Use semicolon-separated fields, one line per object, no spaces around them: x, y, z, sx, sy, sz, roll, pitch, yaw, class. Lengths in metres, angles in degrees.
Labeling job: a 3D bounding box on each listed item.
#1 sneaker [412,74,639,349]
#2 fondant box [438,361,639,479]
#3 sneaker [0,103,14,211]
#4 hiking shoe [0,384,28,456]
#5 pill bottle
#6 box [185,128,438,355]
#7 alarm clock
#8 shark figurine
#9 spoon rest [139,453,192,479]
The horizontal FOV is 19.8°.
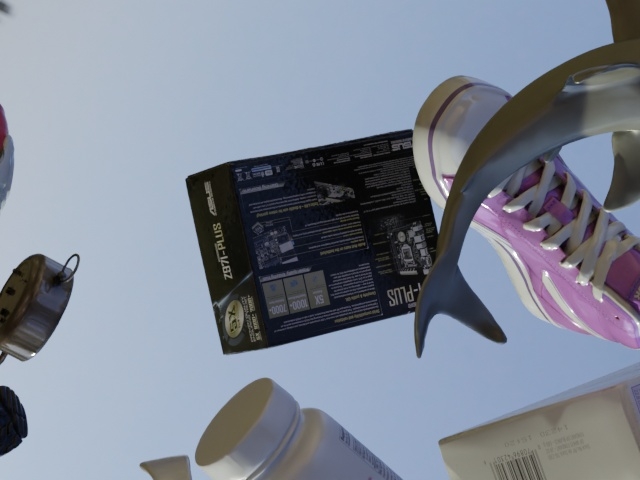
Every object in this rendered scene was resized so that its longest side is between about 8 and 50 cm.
0.193;-0.016;1.403;0.102;0.282;0.161;-52;-141;-10;sneaker
0.307;0.158;1.666;0.238;0.330;0.096;-25;-97;49;fondant box
-0.326;-0.055;1.177;0.107;0.279;0.118;71;24;-65;sneaker
-0.390;0.219;1.784;0.114;0.086;0.227;-23;-178;40;hiking shoe
-0.004;0.302;2.186;0.160;0.283;0.160;-43;-162;17;pill bottle
0.000;0.000;1.457;0.077;0.180;0.147;-14;-91;58;box
-0.348;0.070;2.241;0.192;0.064;0.129;-38;-149;37;alarm clock
0.142;-0.062;1.074;0.278;0.166;0.116;-33;172;8;shark figurine
-0.145;0.375;1.996;0.084;0.137;0.276;162;-82;-77;spoon rest
